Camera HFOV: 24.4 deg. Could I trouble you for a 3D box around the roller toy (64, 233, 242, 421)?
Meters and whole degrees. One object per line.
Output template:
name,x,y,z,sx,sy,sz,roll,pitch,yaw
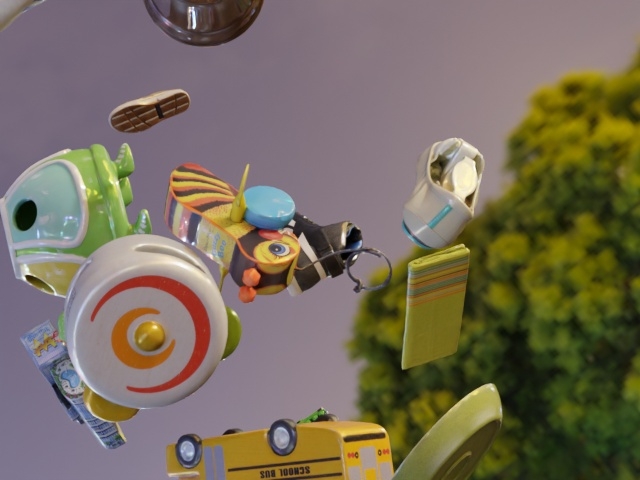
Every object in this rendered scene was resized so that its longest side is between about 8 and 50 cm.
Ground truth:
roller toy,-0.212,0.098,1.767,0.209,0.191,0.146,-26,17,-4

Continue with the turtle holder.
turtle holder,-0.402,0.007,2.459,0.227,0.320,0.243,-12,3,-12

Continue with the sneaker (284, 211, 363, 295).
sneaker,0.000,0.000,2.106,0.121,0.079,0.217,-22,27,6

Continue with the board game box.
board game box,-0.414,0.233,2.439,0.060,0.194,0.194,-33,-47,-6

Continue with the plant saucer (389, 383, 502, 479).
plant saucer,0.159,0.288,1.899,0.241,0.037,0.241,-42,-23,-22

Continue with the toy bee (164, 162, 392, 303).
toy bee,-0.084,0.000,1.833,0.162,0.298,0.195,-44,-47,-52

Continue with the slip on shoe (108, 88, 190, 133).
slip on shoe,-0.273,-0.207,2.329,0.135,0.041,0.051,-25,-62,-19

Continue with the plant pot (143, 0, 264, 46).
plant pot,-0.152,-0.346,1.895,0.167,0.167,0.165,-36,-2,-5

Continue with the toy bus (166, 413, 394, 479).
toy bus,-0.062,0.314,2.037,0.333,0.130,0.108,-14,-10,38

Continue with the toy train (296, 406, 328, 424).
toy train,-0.024,0.282,2.256,0.083,0.017,0.023,-35,31,7

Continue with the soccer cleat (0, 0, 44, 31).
soccer cleat,-0.502,-0.420,2.382,0.331,0.116,0.143,-34,-11,-21

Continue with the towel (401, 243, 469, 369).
towel,0.178,0.107,2.345,0.102,0.021,0.237,-15,-44,-17

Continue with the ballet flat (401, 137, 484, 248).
ballet flat,0.148,-0.067,1.642,0.086,0.086,0.248,-43,11,24
